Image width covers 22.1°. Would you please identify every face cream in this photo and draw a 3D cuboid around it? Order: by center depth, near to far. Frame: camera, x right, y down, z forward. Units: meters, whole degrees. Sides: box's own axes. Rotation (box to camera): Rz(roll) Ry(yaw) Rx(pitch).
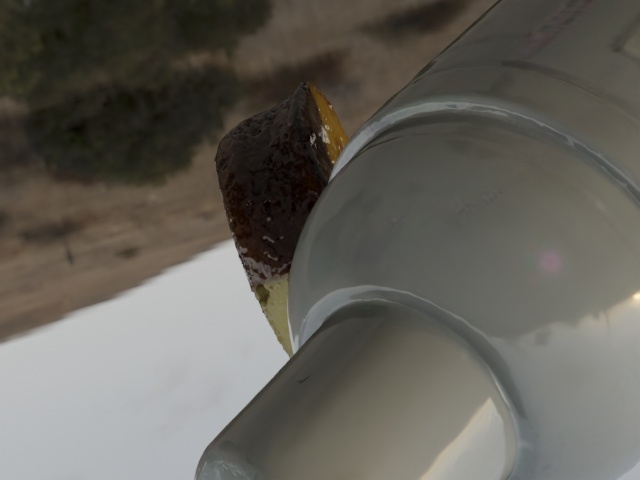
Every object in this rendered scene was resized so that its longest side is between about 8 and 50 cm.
[{"bbox_3d":[0.074,0.000,0.537,0.145,0.145,0.370,-6,-154,43],"label":"face cream"}]

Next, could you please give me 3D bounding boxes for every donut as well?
[{"bbox_3d":[0.000,0.000,0.735,0.059,0.140,0.140,-22,-172,9],"label":"donut"}]
